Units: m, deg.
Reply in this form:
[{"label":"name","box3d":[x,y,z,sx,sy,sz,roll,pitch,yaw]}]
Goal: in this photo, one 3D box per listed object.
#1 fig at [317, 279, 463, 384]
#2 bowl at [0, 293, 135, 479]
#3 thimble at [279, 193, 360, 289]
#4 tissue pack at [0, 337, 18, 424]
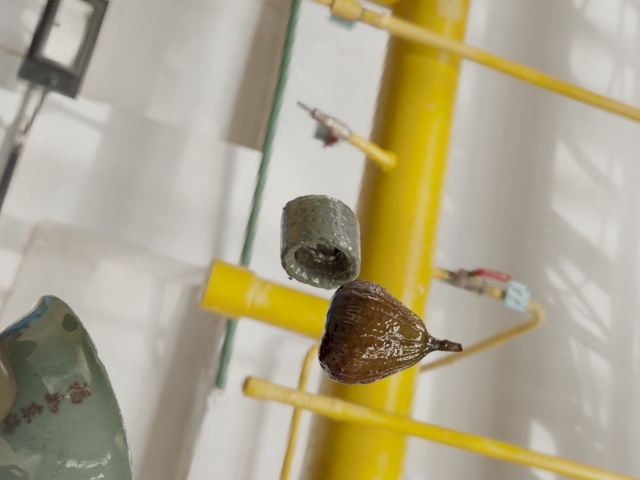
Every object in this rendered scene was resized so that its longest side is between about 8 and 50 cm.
[{"label":"fig","box3d":[0.069,0.105,1.120,0.119,0.153,0.119,-175,-90,-70]},{"label":"bowl","box3d":[-0.465,0.315,1.545,0.435,0.196,0.434,28,-55,49]},{"label":"thimble","box3d":[0.000,0.000,1.317,0.102,0.115,0.090,-18,-134,19]},{"label":"tissue pack","box3d":[-0.582,0.147,1.321,0.267,0.277,0.387,-45,-126,-7]}]
